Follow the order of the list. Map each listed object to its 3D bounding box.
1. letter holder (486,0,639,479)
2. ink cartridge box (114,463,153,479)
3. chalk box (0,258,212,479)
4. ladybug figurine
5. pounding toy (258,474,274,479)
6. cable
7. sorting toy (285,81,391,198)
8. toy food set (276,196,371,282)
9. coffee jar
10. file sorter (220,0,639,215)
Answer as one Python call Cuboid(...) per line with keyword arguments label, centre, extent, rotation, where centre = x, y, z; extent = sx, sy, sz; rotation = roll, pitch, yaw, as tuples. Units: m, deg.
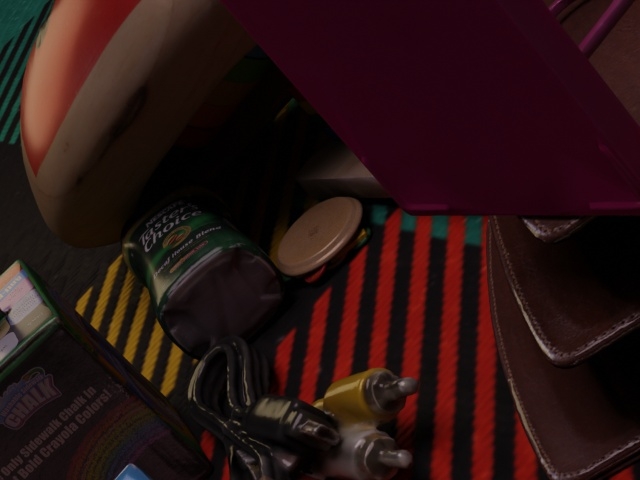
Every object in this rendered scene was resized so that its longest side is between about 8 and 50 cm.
Cuboid(label="letter holder", centre=(0.154, -0.034, 0.956), extent=(0.214, 0.152, 0.302), rotation=(-35, 26, 17))
Cuboid(label="ink cartridge box", centre=(-0.075, 0.276, 0.658), extent=(0.270, 0.197, 0.198), rotation=(-46, 56, -9))
Cuboid(label="chalk box", centre=(-0.203, 0.111, 1.141), extent=(0.132, 0.213, 0.132), rotation=(-43, 26, -4))
Cuboid(label="ladybug figurine", centre=(-0.107, -0.176, 1.356), extent=(0.449, 0.162, 0.305), rotation=(-48, -10, 34))
Cuboid(label="pounding toy", centre=(-0.014, 0.200, 0.890), extent=(0.130, 0.100, 0.141), rotation=(-54, 13, 11))
Cuboid(label="cable", centre=(-0.028, 0.136, 1.080), extent=(0.139, 0.072, 0.287), rotation=(-65, 18, -8))
Cuboid(label="sorting toy", centre=(0.100, -0.155, 1.257), extent=(0.257, 0.089, 0.255), rotation=(-50, 21, -18))
Cuboid(label="toy food set", centre=(0.000, 0.000, 1.258), extent=(0.083, 0.020, 0.082), rotation=(-37, 26, 7))
Cuboid(label="coffee jar", centre=(-0.097, 0.018, 1.297), extent=(0.096, 0.079, 0.184), rotation=(-42, 25, -1))
Cuboid(label="file sorter", centre=(0.062, -0.175, 0.798), extent=(0.182, 0.291, 0.202), rotation=(-52, 25, -21))
